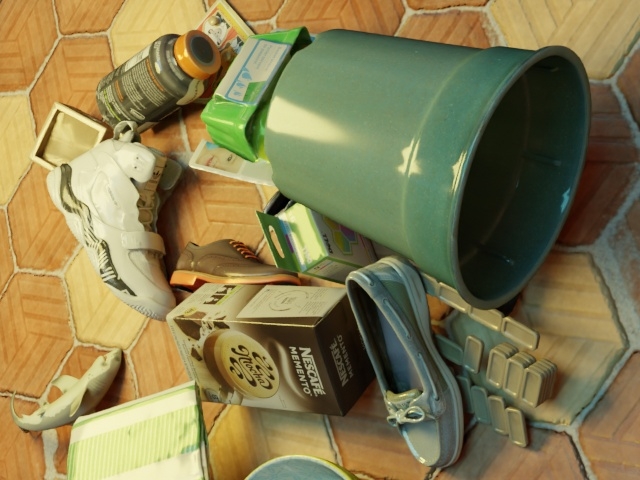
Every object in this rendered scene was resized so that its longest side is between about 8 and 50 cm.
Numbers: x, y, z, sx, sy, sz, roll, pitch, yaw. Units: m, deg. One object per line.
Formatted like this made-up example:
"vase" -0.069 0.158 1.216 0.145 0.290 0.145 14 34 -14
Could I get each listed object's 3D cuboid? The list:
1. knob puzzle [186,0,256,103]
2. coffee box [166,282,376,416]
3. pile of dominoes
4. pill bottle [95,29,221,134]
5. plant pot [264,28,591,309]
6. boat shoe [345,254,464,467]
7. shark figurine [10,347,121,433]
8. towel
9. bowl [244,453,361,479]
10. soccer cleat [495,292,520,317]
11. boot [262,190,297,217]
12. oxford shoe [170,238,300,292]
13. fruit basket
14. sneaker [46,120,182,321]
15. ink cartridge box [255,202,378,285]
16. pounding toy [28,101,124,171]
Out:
"knob puzzle" -0.211 -0.342 1.983 0.213 0.030 0.213 -9 74 33
"coffee box" -0.078 0.168 1.668 0.297 0.119 0.168 -1 117 35
"pile of dominoes" 0.224 0.162 1.524 0.251 0.040 0.196 30 129 37
"pill bottle" -0.294 -0.297 1.943 0.246 0.130 0.130 -24 65 38
"plant pot" 0.128 -0.125 1.394 0.334 0.341 0.341 22 92 32
"boat shoe" 0.118 0.185 1.532 0.118 0.103 0.320 -8 98 49
"shark figurine" -0.475 0.328 1.965 0.278 0.116 0.166 -29 30 17
"towel" -0.277 0.395 1.633 0.248 0.038 0.324 -18 55 8
"bowl" 0.006 0.466 1.558 0.289 0.156 0.289 -9 73 32
"soccer cleat" 0.227 -0.029 1.576 0.116 0.109 0.318 -21 73 60
"boot" -0.008 -0.085 1.745 0.190 0.086 0.069 -46 57 17
"oxford shoe" -0.146 0.042 1.807 0.271 0.097 0.098 2 73 34
"fruit basket" 0.001 -0.216 1.690 0.353 0.165 0.327 12 61 31
"sneaker" -0.330 -0.042 1.913 0.210 0.137 0.366 -40 74 11
"ink cartridge box" 0.000 0.000 1.642 0.062 0.209 0.109 -35 62 26
"pounding toy" -0.433 -0.192 2.067 0.206 0.094 0.181 28 95 14
